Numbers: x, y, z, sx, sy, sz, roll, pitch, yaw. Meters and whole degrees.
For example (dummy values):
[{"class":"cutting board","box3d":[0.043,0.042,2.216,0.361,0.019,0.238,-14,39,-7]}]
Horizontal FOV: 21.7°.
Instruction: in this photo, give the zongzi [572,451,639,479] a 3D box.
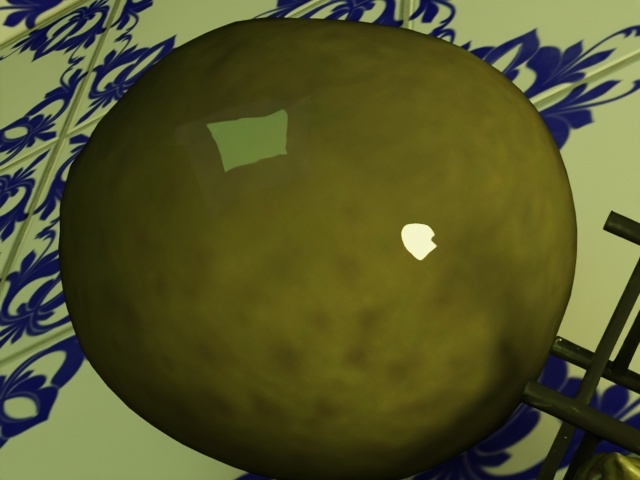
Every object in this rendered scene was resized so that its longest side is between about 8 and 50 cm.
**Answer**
[{"class":"zongzi","box3d":[0.233,0.246,0.652,0.318,0.154,0.289,8,70,5]}]

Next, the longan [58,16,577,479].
[{"class":"longan","box3d":[0.000,0.000,1.118,0.361,0.361,0.361,-28,26,15]}]

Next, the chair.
[{"class":"chair","box3d":[0.232,0.115,0.849,0.260,0.141,0.154,25,52,10]}]
